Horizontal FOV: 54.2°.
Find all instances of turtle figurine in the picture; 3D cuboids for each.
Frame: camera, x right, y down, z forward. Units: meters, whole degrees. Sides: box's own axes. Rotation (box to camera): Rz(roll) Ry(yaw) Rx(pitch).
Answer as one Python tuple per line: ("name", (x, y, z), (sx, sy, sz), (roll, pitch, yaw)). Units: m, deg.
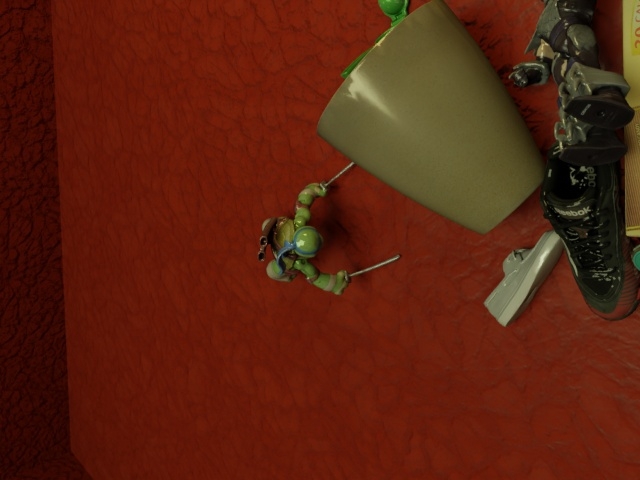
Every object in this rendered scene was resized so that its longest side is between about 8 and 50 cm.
("turtle figurine", (0.000, 0.000, 1.202), (0.198, 0.274, 0.266), (53, 159, -10))

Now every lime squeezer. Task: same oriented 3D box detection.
("lime squeezer", (0.094, -0.371, 0.996), (0.059, 0.110, 0.310), (-26, 52, 63))

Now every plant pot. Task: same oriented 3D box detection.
("plant pot", (0.179, -0.147, 0.892), (0.274, 0.256, 0.256), (47, 133, 5))

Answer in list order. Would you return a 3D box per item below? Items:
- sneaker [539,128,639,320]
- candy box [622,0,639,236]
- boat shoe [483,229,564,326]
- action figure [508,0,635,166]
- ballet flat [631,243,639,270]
("sneaker", (0.349, -0.020, 0.812), (0.097, 0.135, 0.276), (-4, 101, 44))
("candy box", (0.447, -0.159, 0.699), (0.183, 0.087, 0.316), (5, 106, 46))
("boat shoe", (0.302, 0.048, 0.939), (0.063, 0.066, 0.184), (42, 139, 28))
("action figure", (0.301, -0.232, 0.753), (0.185, 0.099, 0.285), (93, 178, -56))
("ballet flat", (0.477, 0.033, 0.745), (0.188, 0.070, 0.070), (20, 117, 32))
